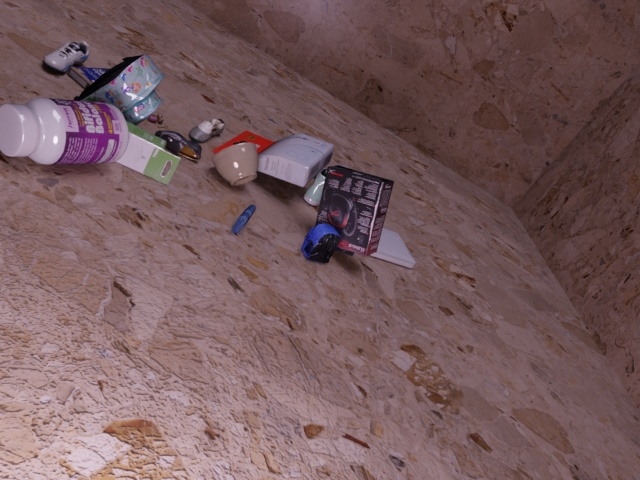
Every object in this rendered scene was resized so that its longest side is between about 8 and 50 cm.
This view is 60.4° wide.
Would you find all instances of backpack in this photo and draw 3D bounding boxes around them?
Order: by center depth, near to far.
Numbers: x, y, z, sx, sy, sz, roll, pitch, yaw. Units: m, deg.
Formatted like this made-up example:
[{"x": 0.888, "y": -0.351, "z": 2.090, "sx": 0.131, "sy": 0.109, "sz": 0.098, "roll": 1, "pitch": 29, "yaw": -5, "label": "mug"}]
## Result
[{"x": -0.608, "y": -0.463, "z": 1.729, "sx": 0.191, "sy": 0.253, "sz": 0.225, "roll": 48, "pitch": 19, "yaw": -23, "label": "backpack"}, {"x": 0.000, "y": 0.000, "z": 1.831, "sx": 0.097, "sy": 0.120, "sz": 0.101, "roll": 9, "pitch": 36, "yaw": -41, "label": "backpack"}]

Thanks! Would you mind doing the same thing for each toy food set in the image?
[{"x": -0.605, "y": -0.450, "z": 1.973, "sx": 0.122, "sy": 0.019, "sz": 0.078, "roll": 38, "pitch": 26, "yaw": 5, "label": "toy food set"}]

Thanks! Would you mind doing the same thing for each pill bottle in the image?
[{"x": -0.672, "y": -0.284, "z": 1.441, "sx": 0.169, "sy": 0.169, "sz": 0.301, "roll": 44, "pitch": 27, "yaw": 17, "label": "pill bottle"}]

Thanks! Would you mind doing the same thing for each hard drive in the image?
[{"x": 0.221, "y": 0.000, "z": 2.193, "sx": 0.307, "sy": 0.040, "sz": 0.203, "roll": 17, "pitch": 31, "yaw": -33, "label": "hard drive"}]

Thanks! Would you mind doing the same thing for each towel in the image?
[{"x": -0.239, "y": -0.069, "z": 1.718, "sx": 0.029, "sy": 0.067, "sz": 0.119, "roll": 35, "pitch": 26, "yaw": -5, "label": "towel"}]

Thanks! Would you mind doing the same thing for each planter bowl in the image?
[{"x": -0.283, "y": -0.255, "z": 1.907, "sx": 0.162, "sy": 0.162, "sz": 0.109, "roll": -12, "pitch": 80, "yaw": -57, "label": "planter bowl"}]

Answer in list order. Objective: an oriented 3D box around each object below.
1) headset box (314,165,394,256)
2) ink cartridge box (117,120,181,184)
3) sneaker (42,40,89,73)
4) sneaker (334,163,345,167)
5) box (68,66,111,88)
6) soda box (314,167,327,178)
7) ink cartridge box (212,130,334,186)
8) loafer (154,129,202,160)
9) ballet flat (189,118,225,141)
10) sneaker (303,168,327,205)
[{"x": 0.108, "y": -0.091, "z": 1.913, "sx": 0.217, "sy": 0.294, "sz": 0.110, "roll": 19, "pitch": 16, "yaw": 25, "label": "headset box"}, {"x": -0.531, "y": -0.265, "z": 1.646, "sx": 0.209, "sy": 0.109, "sz": 0.062, "roll": 25, "pitch": 28, "yaw": -20, "label": "ink cartridge box"}, {"x": -0.873, "y": -0.638, "z": 1.891, "sx": 0.085, "sy": 0.086, "sz": 0.237, "roll": 31, "pitch": 27, "yaw": -12, "label": "sneaker"}, {"x": 0.117, "y": -0.252, "z": 2.478, "sx": 0.098, "sy": 0.083, "sz": 0.223, "roll": -27, "pitch": 59, "yaw": -39, "label": "sneaker"}, {"x": -0.761, "y": -0.563, "z": 1.958, "sx": 0.136, "sy": 0.037, "sz": 0.225, "roll": 40, "pitch": 25, "yaw": 9, "label": "box"}, {"x": -0.012, "y": -0.302, "z": 2.395, "sx": 0.169, "sy": 0.060, "sz": 0.053, "roll": 39, "pitch": 25, "yaw": 8, "label": "soda box"}, {"x": -0.173, "y": -0.353, "z": 2.112, "sx": 0.384, "sy": 0.091, "sz": 0.308, "roll": 22, "pitch": 31, "yaw": 9, "label": "ink cartridge box"}, {"x": -0.479, "y": -0.322, "z": 1.865, "sx": 0.169, "sy": 0.062, "sz": 0.061, "roll": 17, "pitch": 36, "yaw": -31, "label": "loafer"}, {"x": -0.429, "y": -0.431, "z": 2.098, "sx": 0.072, "sy": 0.068, "sz": 0.213, "roll": 36, "pitch": 26, "yaw": 2, "label": "ballet flat"}, {"x": 0.044, "y": -0.223, "z": 2.227, "sx": 0.094, "sy": 0.151, "sz": 0.256, "roll": 41, "pitch": 25, "yaw": 15, "label": "sneaker"}]
